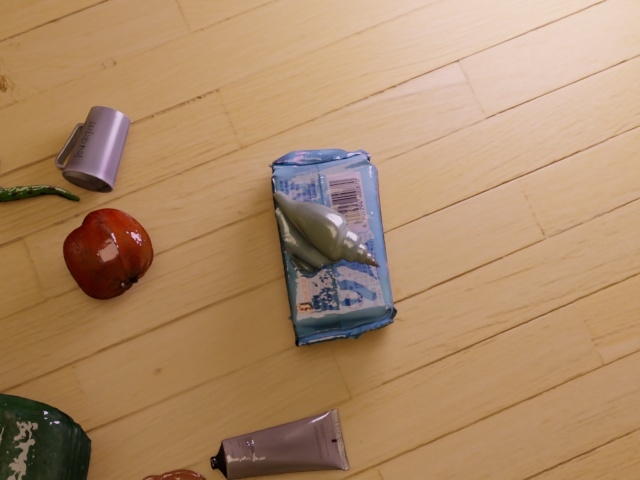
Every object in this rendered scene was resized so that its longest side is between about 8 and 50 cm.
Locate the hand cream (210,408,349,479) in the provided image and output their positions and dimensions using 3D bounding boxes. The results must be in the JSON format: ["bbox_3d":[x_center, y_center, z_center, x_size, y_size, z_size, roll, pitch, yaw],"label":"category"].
[{"bbox_3d":[-0.058,0.288,1.803,0.186,0.054,0.087,-9,71,-9],"label":"hand cream"}]

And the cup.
[{"bbox_3d":[-0.333,-0.131,1.901,0.104,0.074,0.116,4,70,30],"label":"cup"}]

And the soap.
[{"bbox_3d":[0.017,0.005,1.858,0.156,0.077,0.293,-7,75,-1],"label":"soap"}]

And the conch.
[{"bbox_3d":[0.004,-0.004,1.795,0.180,0.088,0.065,32,34,16],"label":"conch"}]

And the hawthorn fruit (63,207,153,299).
[{"bbox_3d":[-0.298,0.018,1.837,0.128,0.128,0.128,0,76,0],"label":"hawthorn fruit"}]

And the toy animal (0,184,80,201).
[{"bbox_3d":[-0.457,-0.089,1.899,0.217,0.041,0.075,-2,77,-5],"label":"toy animal"}]

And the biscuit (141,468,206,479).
[{"bbox_3d":[-0.208,0.366,1.795,0.130,0.019,0.102,-20,76,-5],"label":"biscuit"}]

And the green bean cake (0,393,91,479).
[{"bbox_3d":[-0.458,0.278,1.668,0.300,0.308,0.169,7,74,0],"label":"green bean cake"}]
